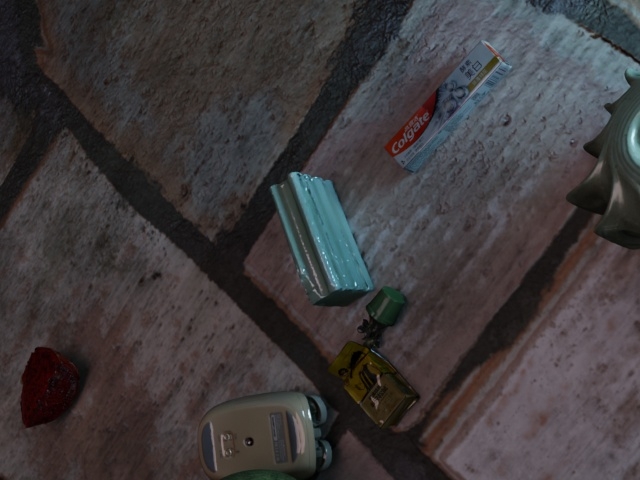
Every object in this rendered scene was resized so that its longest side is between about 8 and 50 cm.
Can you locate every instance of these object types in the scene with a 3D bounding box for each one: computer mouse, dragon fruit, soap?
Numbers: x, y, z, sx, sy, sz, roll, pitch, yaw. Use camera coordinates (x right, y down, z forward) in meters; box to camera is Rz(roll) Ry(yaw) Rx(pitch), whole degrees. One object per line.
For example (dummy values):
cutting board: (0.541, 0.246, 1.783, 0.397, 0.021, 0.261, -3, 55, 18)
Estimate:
computer mouse: (-0.088, 0.313, 1.684, 0.236, 0.082, 0.145, -16, 76, 30)
dragon fruit: (-0.493, 0.254, 1.968, 0.106, 0.083, 0.162, 48, 120, 41)
soap: (0.000, 0.000, 1.640, 0.063, 0.114, 0.198, -31, 68, 28)

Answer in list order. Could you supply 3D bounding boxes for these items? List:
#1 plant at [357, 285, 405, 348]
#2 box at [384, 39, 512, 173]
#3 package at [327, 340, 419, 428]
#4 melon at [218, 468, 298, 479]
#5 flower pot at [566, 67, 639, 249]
plant: (0.085, 0.120, 1.610, 0.051, 0.051, 0.102, 42, 113, 29)
box: (0.186, -0.195, 1.580, 0.218, 0.039, 0.055, -47, 64, 21)
package: (0.079, 0.214, 1.605, 0.131, 0.047, 0.071, 44, 114, 28)
melon: (-0.100, 0.457, 1.558, 0.237, 0.237, 0.301, 57, 152, 24)
flower pot: (0.490, -0.067, 1.271, 0.367, 0.164, 0.254, 33, 101, 42)
